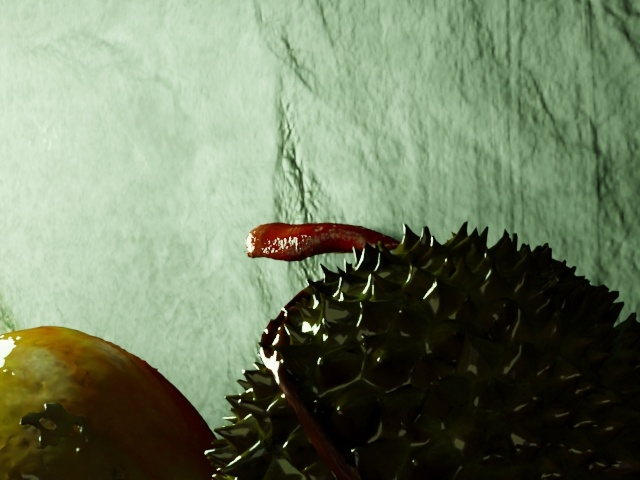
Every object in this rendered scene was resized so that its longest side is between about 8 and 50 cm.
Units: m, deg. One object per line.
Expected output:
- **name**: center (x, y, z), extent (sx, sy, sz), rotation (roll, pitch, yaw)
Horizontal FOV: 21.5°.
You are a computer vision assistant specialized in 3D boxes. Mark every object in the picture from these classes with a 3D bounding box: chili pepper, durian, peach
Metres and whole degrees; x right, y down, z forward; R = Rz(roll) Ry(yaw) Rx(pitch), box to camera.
- **chili pepper**: center (0.000, 0.000, 1.311), extent (0.178, 0.045, 0.027), rotation (2, 104, 45)
- **durian**: center (0.081, 0.164, 1.026), extent (0.347, 0.348, 0.384), rotation (52, 154, 35)
- **peach**: center (-0.234, 0.244, 1.417), extent (0.373, 0.290, 0.372), rotation (29, 144, 24)
